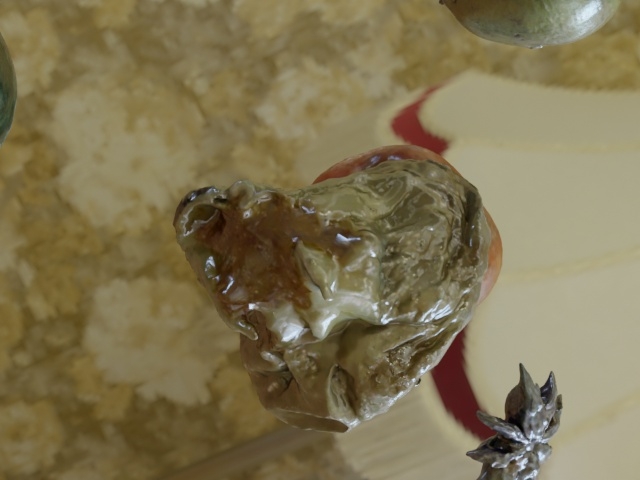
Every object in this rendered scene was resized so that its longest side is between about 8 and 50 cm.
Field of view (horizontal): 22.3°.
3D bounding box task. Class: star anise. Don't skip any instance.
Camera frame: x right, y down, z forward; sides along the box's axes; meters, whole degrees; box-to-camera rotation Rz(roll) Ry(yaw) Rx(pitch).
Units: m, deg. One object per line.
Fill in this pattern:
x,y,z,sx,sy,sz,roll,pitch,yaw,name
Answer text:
0.262,0.252,2.087,0.061,0.204,0.181,28,17,35,star anise

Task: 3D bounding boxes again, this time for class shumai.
0.000,0.000,1.599,0.262,0.314,0.267,47,-13,-35,shumai

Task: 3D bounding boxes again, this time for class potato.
0.260,-0.325,2.069,0.174,0.251,0.159,59,44,-28,potato

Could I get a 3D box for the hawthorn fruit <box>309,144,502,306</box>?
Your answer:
0.101,0.008,2.242,0.284,0.284,0.284,53,23,-33,hawthorn fruit

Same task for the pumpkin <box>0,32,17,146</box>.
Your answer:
-0.459,-0.183,1.563,0.197,0.293,0.263,69,17,-51,pumpkin
